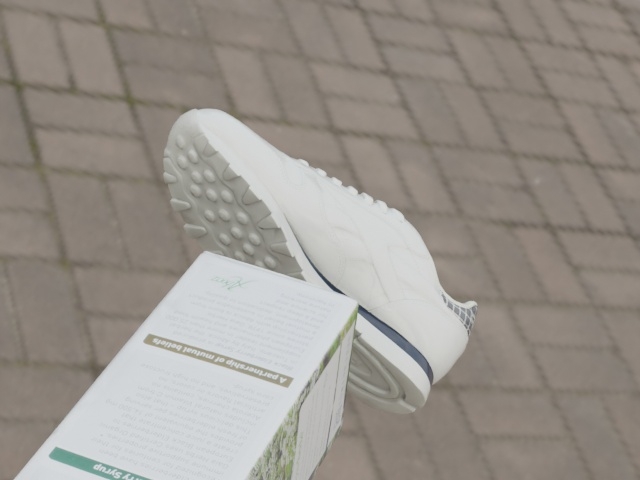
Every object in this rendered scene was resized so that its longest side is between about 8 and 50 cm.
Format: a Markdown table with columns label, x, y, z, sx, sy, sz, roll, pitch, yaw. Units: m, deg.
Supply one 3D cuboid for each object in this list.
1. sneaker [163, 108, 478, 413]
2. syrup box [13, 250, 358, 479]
| label | x | y | z | sx | sy | sz | roll | pitch | yaw |
| --- | --- | --- | --- | --- | --- | --- | --- | --- | --- |
| sneaker | 0.000 | 0.000 | 0.971 | 0.235 | 0.090 | 0.095 | 48 | 60 | -14 |
| syrup box | -0.068 | 0.112 | 0.740 | 0.096 | 0.093 | 0.237 | 17 | 36 | 15 |
